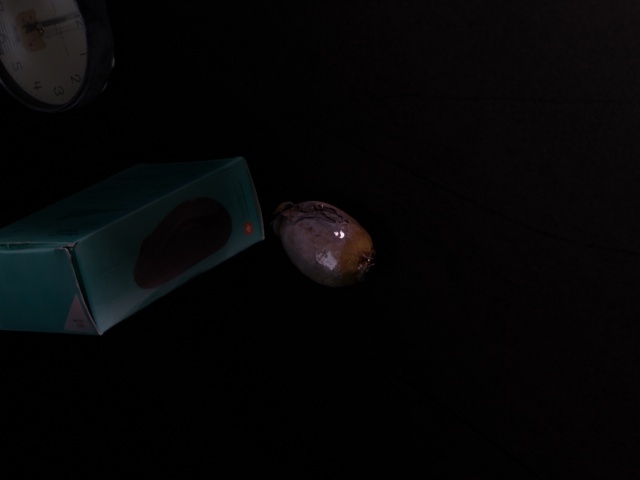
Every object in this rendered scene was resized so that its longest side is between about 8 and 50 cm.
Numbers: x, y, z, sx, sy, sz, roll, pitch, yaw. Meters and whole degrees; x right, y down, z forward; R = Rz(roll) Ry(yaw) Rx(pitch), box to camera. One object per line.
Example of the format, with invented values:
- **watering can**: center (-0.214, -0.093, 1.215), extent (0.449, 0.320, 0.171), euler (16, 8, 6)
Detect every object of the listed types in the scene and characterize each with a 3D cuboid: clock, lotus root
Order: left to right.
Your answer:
- **clock**: center (-0.366, -0.276, 1.960), extent (0.226, 0.049, 0.226), euler (19, 121, 34)
- **lotus root**: center (-0.001, -0.001, 1.763), extent (0.165, 0.088, 0.088), euler (32, 128, 37)

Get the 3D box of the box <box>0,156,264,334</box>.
- **box**: center (-0.243, 0.003, 1.803), extent (0.205, 0.311, 0.118), euler (-3, 109, 41)
